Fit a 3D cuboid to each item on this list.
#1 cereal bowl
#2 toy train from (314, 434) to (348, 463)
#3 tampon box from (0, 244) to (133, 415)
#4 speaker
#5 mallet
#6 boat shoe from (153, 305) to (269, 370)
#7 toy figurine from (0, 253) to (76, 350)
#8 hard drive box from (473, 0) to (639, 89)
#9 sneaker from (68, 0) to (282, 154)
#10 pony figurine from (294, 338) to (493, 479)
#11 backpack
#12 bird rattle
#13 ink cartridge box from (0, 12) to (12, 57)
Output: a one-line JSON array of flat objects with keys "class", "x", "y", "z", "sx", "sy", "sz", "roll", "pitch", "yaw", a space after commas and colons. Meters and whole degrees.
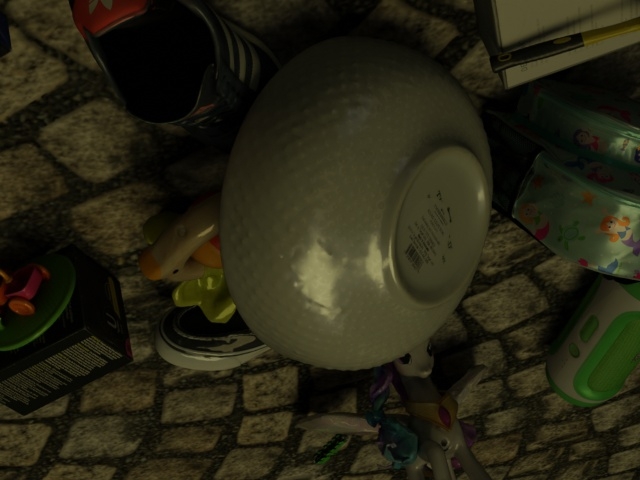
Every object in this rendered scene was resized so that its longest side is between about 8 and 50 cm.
[{"class": "cereal bowl", "x": 0.067, "y": -0.027, "z": 1.147, "sx": 0.339, "sy": 0.141, "sz": 0.339, "roll": -19, "pitch": 116, "yaw": -45}, {"class": "toy train", "x": 0.019, "y": 0.343, "z": 1.908, "sx": 0.023, "sy": 0.017, "sz": 0.083, "roll": 2, "pitch": 142, "yaw": -41}, {"class": "tampon box", "x": -0.316, "y": 0.106, "z": 1.347, "sx": 0.161, "sy": 0.120, "sz": 0.101, "roll": -26, "pitch": 144, "yaw": 13}, {"class": "speaker", "x": 0.429, "y": 0.121, "z": 1.684, "sx": 0.131, "sy": 0.131, "sz": 0.297, "roll": -4, "pitch": 143, "yaw": -18}, {"class": "mallet", "x": 0.253, "y": -0.199, "z": 1.098, "sx": 0.189, "sy": 0.062, "sz": 0.039, "roll": -9, "pitch": 146, "yaw": 13}, {"class": "boat shoe", "x": -0.057, "y": 0.078, "z": 1.434, "sx": 0.301, "sy": 0.108, "sz": 0.102, "roll": -9, "pitch": 145, "yaw": -17}, {"class": "toy figurine", "x": -0.379, "y": 0.024, "z": 1.248, "sx": 0.173, "sy": 0.130, "sz": 0.159, "roll": -8, "pitch": 138, "yaw": 32}, {"class": "hard drive box", "x": 0.263, "y": -0.267, "z": 1.110, "sx": 0.232, "sy": 0.089, "sz": 0.181, "roll": -19, "pitch": 145, "yaw": 2}, {"class": "sneaker", "x": -0.119, "y": -0.143, "z": 1.066, "sx": 0.131, "sy": 0.148, "sz": 0.350, "roll": -28, "pitch": 144, "yaw": 15}, {"class": "pony figurine", "x": 0.148, "y": 0.277, "z": 1.646, "sx": 0.302, "sy": 0.364, "sz": 0.351, "roll": -16, "pitch": 162, "yaw": -14}, {"class": "backpack", "x": 0.310, "y": -0.062, "z": 1.274, "sx": 0.225, "sy": 0.253, "sz": 0.191, "roll": 7, "pitch": 119, "yaw": -29}, {"class": "bird rattle", "x": -0.080, "y": -0.009, "z": 1.230, "sx": 0.253, "sy": 0.143, "sz": 0.207, "roll": -27, "pitch": 172, "yaw": 25}, {"class": "ink cartridge box", "x": -0.386, "y": -0.157, "z": 1.023, "sx": 0.207, "sy": 0.046, "sz": 0.097, "roll": -28, "pitch": 143, "yaw": 15}]
